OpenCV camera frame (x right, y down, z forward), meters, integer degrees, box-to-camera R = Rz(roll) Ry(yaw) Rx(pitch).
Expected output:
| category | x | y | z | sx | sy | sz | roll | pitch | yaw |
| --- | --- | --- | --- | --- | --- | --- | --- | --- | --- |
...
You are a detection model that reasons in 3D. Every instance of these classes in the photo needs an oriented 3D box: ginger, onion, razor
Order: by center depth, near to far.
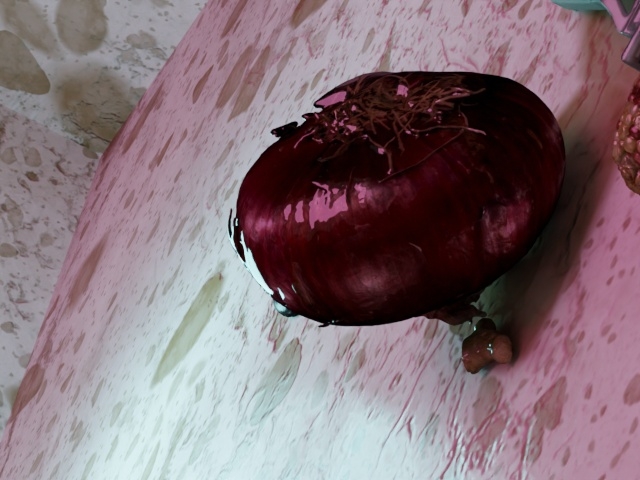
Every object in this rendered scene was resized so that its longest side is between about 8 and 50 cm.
| category | x | y | z | sx | sy | sz | roll | pitch | yaw |
| --- | --- | --- | --- | --- | --- | --- | --- | --- | --- |
| ginger | 0.140 | 0.094 | 1.590 | 0.048 | 0.030 | 0.097 | -59 | 13 | 6 |
| onion | 0.073 | -0.027 | 1.638 | 0.314 | 0.232 | 0.314 | -17 | 19 | 6 |
| razor | 0.262 | -0.228 | 1.699 | 0.111 | 0.056 | 0.278 | -63 | 15 | 4 |

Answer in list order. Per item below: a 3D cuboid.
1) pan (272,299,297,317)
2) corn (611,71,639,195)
| category | x | y | z | sx | sy | sz | roll | pitch | yaw |
| --- | --- | --- | --- | --- | --- | --- | --- | --- | --- |
| pan | -0.002 | -0.002 | 2.222 | 0.212 | 0.040 | 0.115 | -59 | 20 | 15 |
| corn | 0.298 | -0.148 | 1.384 | 0.253 | 0.086 | 0.086 | -62 | 14 | 13 |
